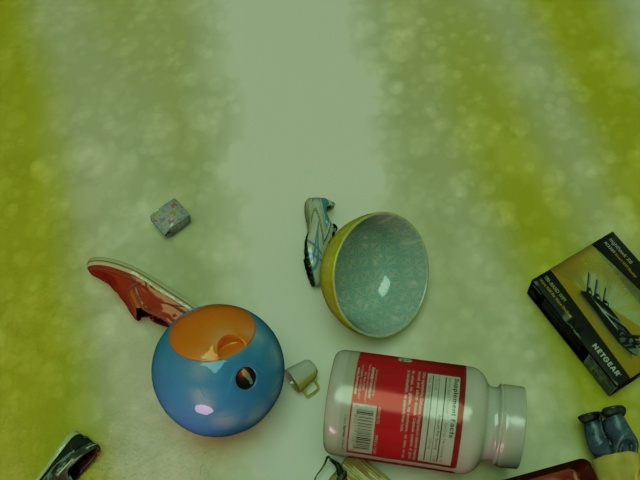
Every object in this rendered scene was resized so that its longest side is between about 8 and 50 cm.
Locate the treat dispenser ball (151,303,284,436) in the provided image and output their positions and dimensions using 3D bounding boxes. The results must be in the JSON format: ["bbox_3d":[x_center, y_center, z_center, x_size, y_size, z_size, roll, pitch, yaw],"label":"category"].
[{"bbox_3d":[-0.222,0.282,1.826,0.288,0.288,0.288,-2,63,3],"label":"treat dispenser ball"}]

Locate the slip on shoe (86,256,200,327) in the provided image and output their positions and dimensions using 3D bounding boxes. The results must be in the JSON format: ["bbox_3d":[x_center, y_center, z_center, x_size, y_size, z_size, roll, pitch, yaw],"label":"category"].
[{"bbox_3d":[-0.432,0.137,2.014,0.331,0.123,0.101,29,72,12],"label":"slip on shoe"}]

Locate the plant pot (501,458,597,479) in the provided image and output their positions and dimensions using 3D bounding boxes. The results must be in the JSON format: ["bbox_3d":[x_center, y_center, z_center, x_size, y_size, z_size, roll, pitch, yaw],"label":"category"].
[{"bbox_3d":[0.442,0.570,1.634,0.267,0.236,0.267,-18,62,8],"label":"plant pot"}]

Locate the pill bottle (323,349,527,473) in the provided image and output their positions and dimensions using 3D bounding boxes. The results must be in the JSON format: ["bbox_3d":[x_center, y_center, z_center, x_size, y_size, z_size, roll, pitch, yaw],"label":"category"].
[{"bbox_3d":[0.221,0.369,1.784,0.408,0.229,0.229,7,64,7],"label":"pill bottle"}]

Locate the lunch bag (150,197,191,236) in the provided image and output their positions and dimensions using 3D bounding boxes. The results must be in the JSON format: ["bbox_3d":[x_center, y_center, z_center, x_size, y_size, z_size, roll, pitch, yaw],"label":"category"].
[{"bbox_3d":[-0.384,-0.055,2.140,0.083,0.053,0.071,-36,68,-24],"label":"lunch bag"}]

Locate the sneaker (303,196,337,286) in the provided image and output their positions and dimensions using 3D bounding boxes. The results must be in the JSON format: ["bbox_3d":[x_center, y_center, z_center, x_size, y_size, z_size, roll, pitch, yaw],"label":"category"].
[{"bbox_3d":[0.000,0.000,2.071,0.086,0.085,0.237,3,66,-3],"label":"sneaker"}]

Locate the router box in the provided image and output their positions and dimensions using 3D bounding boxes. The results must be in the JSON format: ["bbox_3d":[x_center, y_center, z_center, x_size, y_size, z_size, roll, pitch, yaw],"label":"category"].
[{"bbox_3d":[0.673,0.165,1.940,0.243,0.081,0.309,-30,65,-11],"label":"router box"}]

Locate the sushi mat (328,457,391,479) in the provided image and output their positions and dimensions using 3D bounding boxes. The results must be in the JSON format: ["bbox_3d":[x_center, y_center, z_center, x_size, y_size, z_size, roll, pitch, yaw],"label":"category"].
[{"bbox_3d":[0.142,0.603,1.787,0.316,0.019,0.151,37,72,20],"label":"sushi mat"}]

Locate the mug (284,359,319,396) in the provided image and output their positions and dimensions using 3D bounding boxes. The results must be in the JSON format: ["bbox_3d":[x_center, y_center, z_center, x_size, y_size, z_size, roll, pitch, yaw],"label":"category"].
[{"bbox_3d":[-0.039,0.314,1.934,0.064,0.078,0.062,-33,33,-22],"label":"mug"}]

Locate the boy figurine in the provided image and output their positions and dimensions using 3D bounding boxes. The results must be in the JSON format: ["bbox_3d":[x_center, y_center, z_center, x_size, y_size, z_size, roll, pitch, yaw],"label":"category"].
[{"bbox_3d":[0.642,0.492,1.758,0.177,0.092,0.285,-28,61,27],"label":"boy figurine"}]

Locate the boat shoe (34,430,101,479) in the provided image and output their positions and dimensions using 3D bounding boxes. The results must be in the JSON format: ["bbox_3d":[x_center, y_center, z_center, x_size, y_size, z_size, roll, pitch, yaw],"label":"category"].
[{"bbox_3d":[-0.575,0.534,1.836,0.079,0.084,0.233,25,64,16],"label":"boat shoe"}]

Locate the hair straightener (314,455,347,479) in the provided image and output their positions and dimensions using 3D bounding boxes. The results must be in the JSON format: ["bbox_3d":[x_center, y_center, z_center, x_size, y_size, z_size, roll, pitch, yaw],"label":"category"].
[{"bbox_3d":[0.031,0.572,1.775,0.089,0.047,0.230,-14,64,-2],"label":"hair straightener"}]

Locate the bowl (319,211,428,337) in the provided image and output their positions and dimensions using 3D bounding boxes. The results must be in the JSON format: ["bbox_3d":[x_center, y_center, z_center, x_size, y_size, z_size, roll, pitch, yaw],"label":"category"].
[{"bbox_3d":[0.099,0.077,1.965,0.156,0.289,0.289,2,52,54],"label":"bowl"}]
